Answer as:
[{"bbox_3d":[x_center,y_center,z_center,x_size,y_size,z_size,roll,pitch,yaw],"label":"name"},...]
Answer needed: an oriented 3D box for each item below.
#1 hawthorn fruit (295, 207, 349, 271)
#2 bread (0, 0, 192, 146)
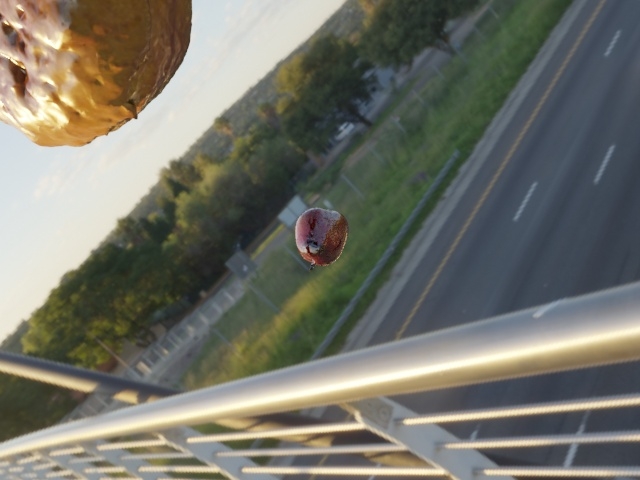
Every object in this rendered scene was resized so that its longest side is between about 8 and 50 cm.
[{"bbox_3d":[0.002,-0.006,0.913,0.077,0.077,0.077,-42,12,11],"label":"hawthorn fruit"},{"bbox_3d":[-0.266,-0.247,0.662,0.312,0.312,0.172,-34,10,42],"label":"bread"}]
